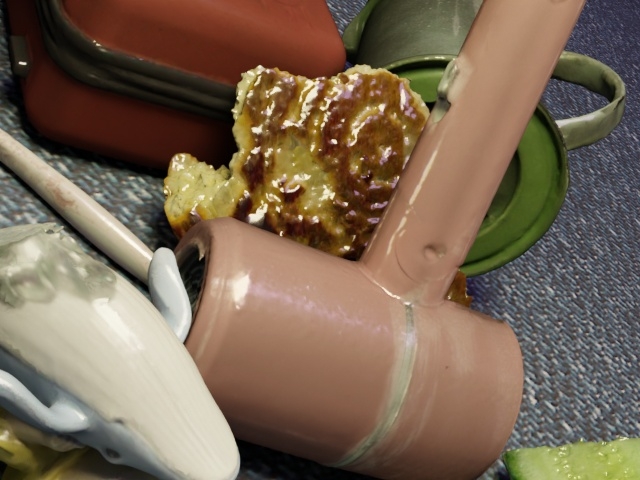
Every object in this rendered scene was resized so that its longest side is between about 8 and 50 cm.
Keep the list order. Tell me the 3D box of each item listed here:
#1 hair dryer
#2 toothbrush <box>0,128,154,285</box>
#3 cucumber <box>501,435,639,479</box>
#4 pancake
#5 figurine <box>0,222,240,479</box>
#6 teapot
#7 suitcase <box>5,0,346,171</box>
[{"bbox_3d":[0.050,-0.031,0.579,0.210,0.352,0.125,21,8,-23],"label":"hair dryer"},{"bbox_3d":[-0.209,-0.059,0.639,0.307,0.025,0.029,40,41,3],"label":"toothbrush"},{"bbox_3d":[0.200,0.218,0.604,0.115,0.063,0.244,-12,24,2],"label":"cucumber"},{"bbox_3d":[0.000,0.000,0.688,0.212,0.056,0.257,-16,95,-23],"label":"pancake"},{"bbox_3d":[-0.128,0.078,0.457,0.208,0.184,0.128,11,29,29],"label":"figurine"},{"bbox_3d":[0.140,-0.137,0.891,0.270,0.200,0.337,0,32,8],"label":"teapot"},{"bbox_3d":[-0.125,-0.198,0.765,0.236,0.161,0.297,12,41,-35],"label":"suitcase"}]
